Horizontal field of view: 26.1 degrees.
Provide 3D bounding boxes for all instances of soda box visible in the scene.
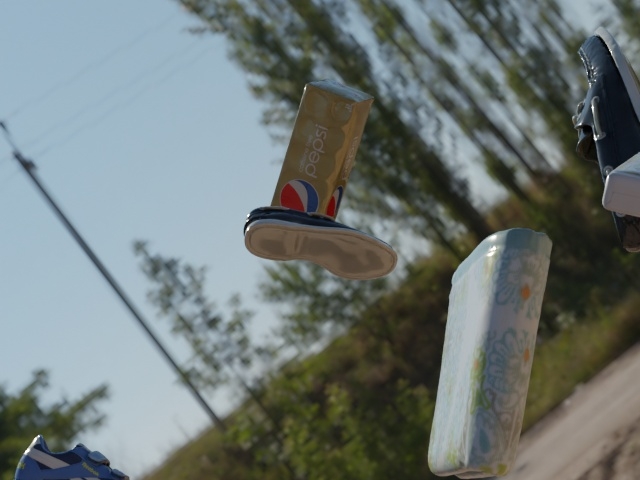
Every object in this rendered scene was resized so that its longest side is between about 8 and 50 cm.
[{"bbox_3d":[-0.004,-0.076,1.462,0.058,0.061,0.181,-29,-41,-66],"label":"soda box"}]

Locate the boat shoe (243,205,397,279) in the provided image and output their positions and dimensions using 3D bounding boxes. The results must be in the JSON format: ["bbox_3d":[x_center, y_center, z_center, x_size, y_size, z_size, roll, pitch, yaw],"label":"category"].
[{"bbox_3d":[0.000,0.000,1.103,0.038,0.125,0.046,-93,13,-57],"label":"boat shoe"}]

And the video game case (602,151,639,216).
[{"bbox_3d":[0.302,-0.020,0.853,0.206,0.227,0.026,-23,-56,-68],"label":"video game case"}]

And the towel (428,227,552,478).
[{"bbox_3d":[0.231,0.169,1.914,0.374,0.090,0.321,108,170,-78],"label":"towel"}]

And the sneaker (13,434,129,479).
[{"bbox_3d":[-0.195,0.208,1.192,0.053,0.144,0.059,97,-174,-68],"label":"sneaker"}]

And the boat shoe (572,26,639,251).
[{"bbox_3d":[0.313,-0.113,1.456,0.091,0.114,0.302,-27,38,14],"label":"boat shoe"}]
